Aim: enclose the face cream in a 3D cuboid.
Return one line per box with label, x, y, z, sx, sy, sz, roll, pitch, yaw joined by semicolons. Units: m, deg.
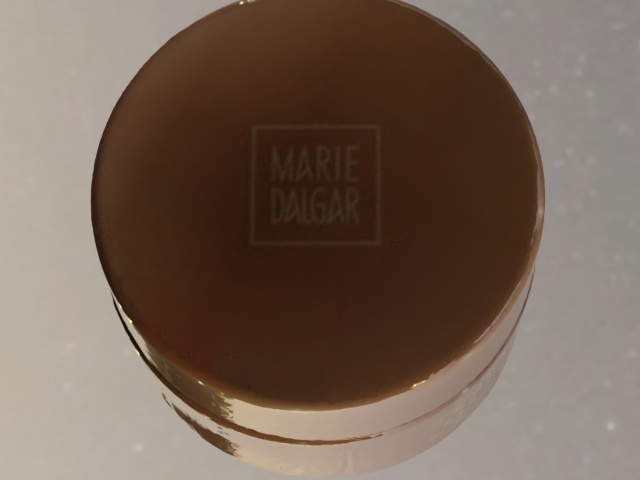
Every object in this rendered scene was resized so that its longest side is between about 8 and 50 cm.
face cream;0.000;0.000;0.627;0.104;0.149;0.149;86;-20;-70
